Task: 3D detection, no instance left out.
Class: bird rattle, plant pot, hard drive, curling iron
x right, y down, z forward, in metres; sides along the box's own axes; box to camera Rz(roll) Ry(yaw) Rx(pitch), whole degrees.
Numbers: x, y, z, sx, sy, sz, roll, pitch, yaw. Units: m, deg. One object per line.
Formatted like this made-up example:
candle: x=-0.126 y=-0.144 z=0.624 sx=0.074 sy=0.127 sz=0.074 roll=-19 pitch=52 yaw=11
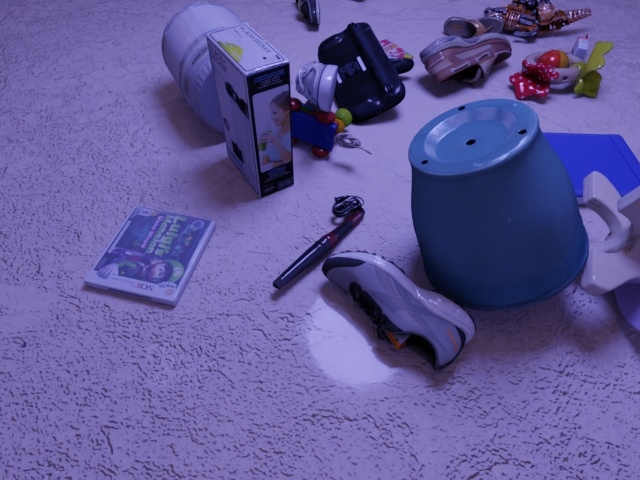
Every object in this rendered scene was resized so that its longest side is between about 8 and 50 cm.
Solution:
bird rattle: x=0.648 y=-0.468 z=1.198 sx=0.254 sy=0.143 sz=0.206 roll=-8 pitch=40 yaw=8
plant pot: x=0.264 y=-0.071 z=0.692 sx=0.272 sy=0.255 sz=0.271 roll=-20 pitch=38 yaw=16
hard drive: x=0.557 y=-0.168 z=0.977 sx=0.319 sy=0.040 sz=0.210 roll=1 pitch=52 yaw=-1
curling iron: x=0.000 y=0.000 z=0.827 sx=0.068 sy=0.035 sz=0.274 roll=26 pitch=54 yaw=22

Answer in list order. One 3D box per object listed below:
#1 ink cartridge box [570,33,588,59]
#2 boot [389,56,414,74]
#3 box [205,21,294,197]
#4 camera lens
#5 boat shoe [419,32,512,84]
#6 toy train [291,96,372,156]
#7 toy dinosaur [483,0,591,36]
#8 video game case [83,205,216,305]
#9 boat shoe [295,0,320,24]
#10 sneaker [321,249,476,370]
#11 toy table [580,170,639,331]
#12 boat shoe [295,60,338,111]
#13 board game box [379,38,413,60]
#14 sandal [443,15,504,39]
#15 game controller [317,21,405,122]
ink cartridge box: x=0.773 y=-0.571 z=1.290 sx=0.029 sy=0.062 sz=0.115 roll=19 pitch=53 yaw=10
boot: x=0.202 y=-0.447 z=1.171 sx=0.121 sy=0.045 sz=0.099 roll=-2 pitch=69 yaw=-8
box: x=-0.133 y=-0.249 z=0.858 sx=0.087 sy=0.289 sz=0.169 roll=-26 pitch=58 yaw=-21
camera lens: x=-0.240 y=-0.414 z=1.029 sx=0.220 sy=0.219 sz=0.274 roll=-22 pitch=56 yaw=-18
boat shoe: x=0.414 y=-0.492 z=1.198 sx=0.325 sy=0.123 sz=0.116 roll=-18 pitch=88 yaw=-26
toy train: x=0.034 y=-0.265 z=1.007 sx=0.248 sy=0.105 sz=0.143 roll=25 pitch=42 yaw=17
toy dinosaur: x=0.692 y=-0.732 z=1.394 sx=0.322 sy=0.164 sz=0.218 roll=11 pitch=65 yaw=-17
video game case: x=-0.313 y=0.021 z=0.807 sx=0.173 sy=0.022 sz=0.190 roll=12 pitch=52 yaw=7
boat shoe: x=-0.043 y=-0.763 z=1.407 sx=0.069 sy=0.081 sz=0.227 roll=-6 pitch=45 yaw=-4
sneaker: x=0.112 y=0.107 z=0.708 sx=0.272 sy=0.100 sz=0.108 roll=30 pitch=62 yaw=20
toy table: x=0.519 y=0.010 z=0.723 sx=0.161 sy=0.252 sz=0.274 roll=25 pitch=45 yaw=-3
boat shoe: x=-0.012 y=-0.347 z=0.941 sx=0.088 sy=0.096 sz=0.267 roll=9 pitch=29 yaw=-3
board game box: x=0.129 y=-0.510 z=1.239 sx=0.260 sy=0.039 sz=0.124 roll=-28 pitch=58 yaw=-19
sandal: x=0.475 y=-0.661 z=1.345 sx=0.180 sy=0.072 sz=0.049 roll=13 pitch=41 yaw=16
game controller: x=0.099 y=-0.449 z=1.134 sx=0.167 sy=0.067 sz=0.319 roll=-28 pitch=59 yaw=17
